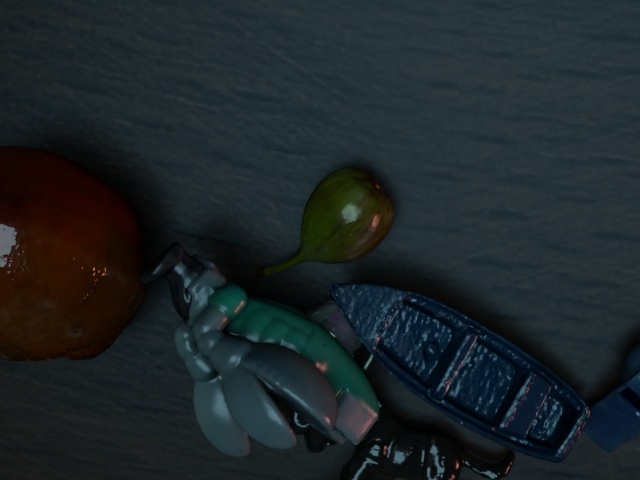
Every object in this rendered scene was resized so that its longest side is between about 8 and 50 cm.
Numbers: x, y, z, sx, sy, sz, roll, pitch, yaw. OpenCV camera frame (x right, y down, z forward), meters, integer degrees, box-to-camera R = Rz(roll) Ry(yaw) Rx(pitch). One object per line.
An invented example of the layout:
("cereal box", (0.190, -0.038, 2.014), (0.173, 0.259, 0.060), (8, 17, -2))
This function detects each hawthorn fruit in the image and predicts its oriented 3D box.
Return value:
("hawthorn fruit", (-0.308, 0.004, 1.533), (0.211, 0.299, 0.211), (-16, 63, 33))

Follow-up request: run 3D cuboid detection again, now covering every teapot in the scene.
("teapot", (0.031, 0.089, 1.609), (0.064, 0.064, 0.083), (-44, 87, 2))

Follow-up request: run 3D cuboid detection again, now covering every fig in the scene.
("fig", (0.012, -0.003, 1.603), (0.093, 0.093, 0.166), (35, 128, 1))

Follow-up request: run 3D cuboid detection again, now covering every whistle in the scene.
("whistle", (0.331, 0.144, 1.582), (0.090, 0.090, 0.158), (42, 139, -1))

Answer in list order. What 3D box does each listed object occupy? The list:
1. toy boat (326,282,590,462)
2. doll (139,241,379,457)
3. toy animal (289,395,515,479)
("toy boat", (0.128, 0.120, 1.570), (0.299, 0.062, 0.096), (32, 87, -12))
("doll", (-0.071, 0.125, 1.545), (0.258, 0.195, 0.153), (35, 78, 19))
("toy animal", (0.075, 0.231, 1.613), (0.233, 0.084, 0.148), (15, 98, 8))
